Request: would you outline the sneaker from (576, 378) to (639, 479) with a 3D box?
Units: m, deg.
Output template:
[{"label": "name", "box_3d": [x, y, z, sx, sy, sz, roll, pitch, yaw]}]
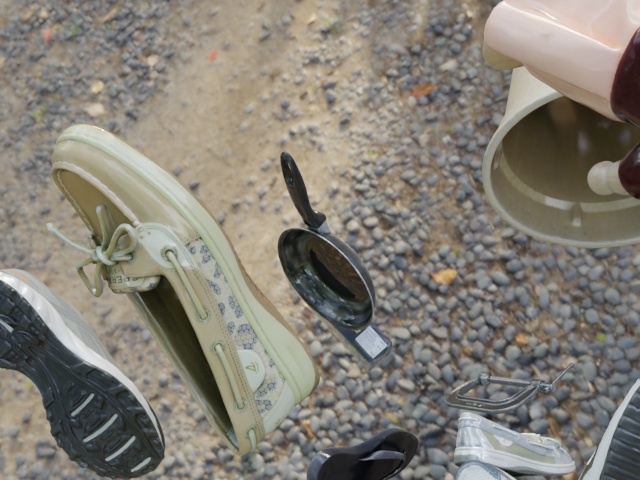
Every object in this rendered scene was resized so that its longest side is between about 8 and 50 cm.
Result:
[{"label": "sneaker", "box_3d": [0.259, 0.193, 0.660, 0.122, 0.146, 0.330, 26, 102, 6]}]

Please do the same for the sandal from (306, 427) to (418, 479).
[{"label": "sandal", "box_3d": [0.083, 0.386, 1.411, 0.054, 0.255, 0.097, 24, 109, 42]}]

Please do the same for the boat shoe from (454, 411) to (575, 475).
[{"label": "boat shoe", "box_3d": [0.389, 0.411, 1.640, 0.118, 0.320, 0.103, -22, 59, 51]}]

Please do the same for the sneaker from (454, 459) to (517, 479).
[{"label": "sneaker", "box_3d": [0.266, 0.415, 1.115, 0.110, 0.122, 0.283, -30, 55, 2]}]

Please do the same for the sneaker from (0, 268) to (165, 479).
[{"label": "sneaker", "box_3d": [-0.254, 0.130, 0.862, 0.100, 0.271, 0.108, -39, 5, 10]}]

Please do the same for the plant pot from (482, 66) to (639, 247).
[{"label": "plant pot", "box_3d": [0.411, -0.209, 1.232, 0.334, 0.334, 0.305, -11, 48, 24]}]

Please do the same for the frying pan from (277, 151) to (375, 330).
[{"label": "frying pan", "box_3d": [-0.017, 0.002, 1.271, 0.053, 0.326, 0.197, -40, 22, -30]}]

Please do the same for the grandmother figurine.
[{"label": "grandmother figurine", "box_3d": [0.243, -0.124, 0.621, 0.104, 0.207, 0.342, -12, 31, -17]}]

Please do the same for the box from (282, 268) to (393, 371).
[{"label": "box", "box_3d": [0.032, 0.132, 1.510, 0.059, 0.183, 0.232, -41, 79, -8]}]

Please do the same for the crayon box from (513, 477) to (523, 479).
[{"label": "crayon box", "box_3d": [0.281, 0.690, 1.727, 0.363, 0.106, 0.313, -36, 24, 32]}]

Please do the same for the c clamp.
[{"label": "c clamp", "box_3d": [0.264, 0.214, 1.192, 0.137, 0.022, 0.161, -30, 16, -39]}]

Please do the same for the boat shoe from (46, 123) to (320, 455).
[{"label": "boat shoe", "box_3d": [-0.110, 0.040, 0.627, 0.089, 0.285, 0.105, -47, 19, -27]}]
